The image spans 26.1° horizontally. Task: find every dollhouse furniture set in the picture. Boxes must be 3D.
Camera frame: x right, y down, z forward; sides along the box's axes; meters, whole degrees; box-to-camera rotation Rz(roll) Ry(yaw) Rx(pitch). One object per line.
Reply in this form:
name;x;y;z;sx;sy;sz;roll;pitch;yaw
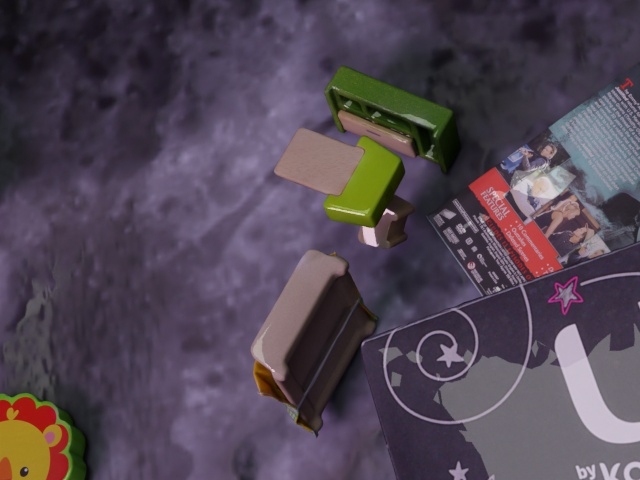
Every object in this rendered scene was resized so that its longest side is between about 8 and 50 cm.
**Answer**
dollhouse furniture set;0.000;0.000;0.592;0.058;0.076;0.152;23;72;22

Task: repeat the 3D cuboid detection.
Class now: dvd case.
dvd case;0.116;-0.012;0.585;0.119;0.013;0.087;-37;65;7

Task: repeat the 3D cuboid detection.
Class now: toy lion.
toy lion;-0.155;0.120;0.638;0.100;0.034;0.096;-13;63;17

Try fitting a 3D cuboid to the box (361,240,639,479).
box;0.162;0.067;0.459;0.247;0.163;0.142;-22;69;13
